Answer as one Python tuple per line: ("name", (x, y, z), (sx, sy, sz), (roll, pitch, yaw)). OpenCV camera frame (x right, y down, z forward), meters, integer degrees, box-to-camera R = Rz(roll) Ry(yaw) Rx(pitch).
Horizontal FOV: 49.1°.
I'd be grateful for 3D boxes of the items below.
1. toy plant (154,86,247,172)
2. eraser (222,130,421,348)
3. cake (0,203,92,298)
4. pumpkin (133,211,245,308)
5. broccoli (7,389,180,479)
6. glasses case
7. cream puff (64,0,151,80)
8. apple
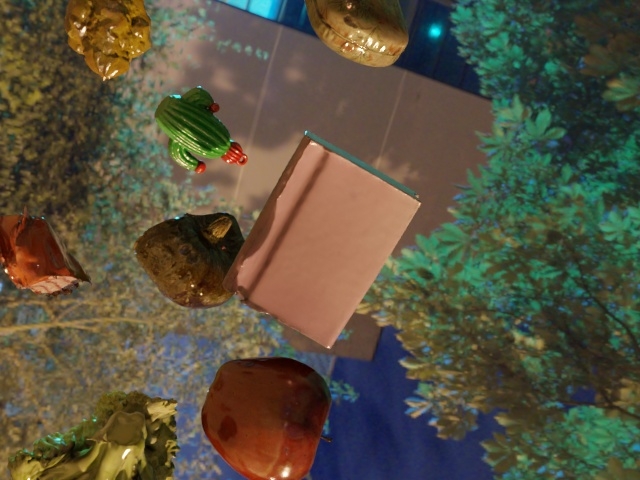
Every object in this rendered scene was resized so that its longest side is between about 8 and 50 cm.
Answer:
("toy plant", (-0.276, -0.234, 1.596), (0.154, 0.240, 0.088), (-34, -141, -10))
("eraser", (0.000, 0.000, 1.432), (0.359, 0.272, 0.122), (-61, -175, 13))
("cake", (-0.492, 0.056, 1.254), (0.287, 0.098, 0.135), (81, -16, -64))
("pumpkin", (-0.296, 0.053, 1.820), (0.242, 0.325, 0.232), (-42, -106, 32))
("broccoli", (-0.380, 0.428, 1.329), (0.293, 0.348, 0.281), (38, -40, 15))
("glasses case", (0.041, -0.438, 1.155), (0.098, 0.156, 0.425), (-50, -144, 38))
("cream puff", (-0.338, -0.331, 1.101), (0.116, 0.146, 0.146), (-94, -152, -53))
("apple", (-0.085, 0.305, 1.220), (0.234, 0.234, 0.234), (-36, -132, 54))
